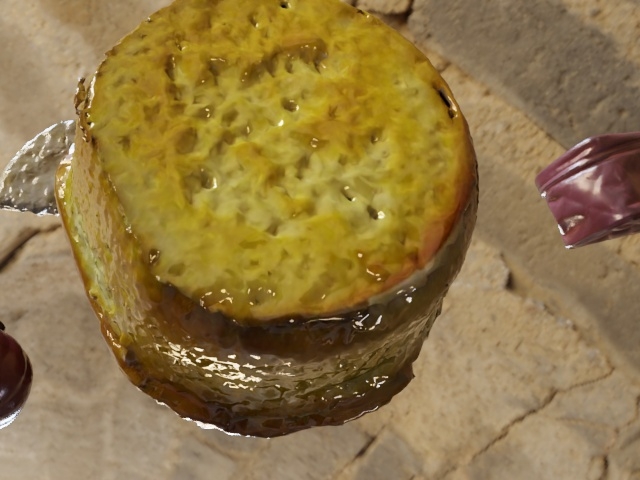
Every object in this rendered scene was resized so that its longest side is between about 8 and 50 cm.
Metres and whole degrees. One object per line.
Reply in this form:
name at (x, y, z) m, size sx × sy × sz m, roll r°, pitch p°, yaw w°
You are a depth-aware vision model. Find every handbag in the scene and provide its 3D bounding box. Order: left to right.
handbag at (0.411, -0.075, 1.297) m, size 0.146 × 0.225 × 0.135 m, roll -41°, pitch -112°, yaw 51°

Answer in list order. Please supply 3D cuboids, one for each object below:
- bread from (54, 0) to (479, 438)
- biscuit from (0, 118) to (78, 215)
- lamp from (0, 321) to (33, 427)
bread at (-0.038, -0.030, 0.846) m, size 0.398 × 0.398 × 0.215 m, roll 39°, pitch -27°, yaw 9°
biscuit at (-0.285, -0.092, 1.204) m, size 0.249 × 0.133 × 0.032 m, roll 4°, pitch -14°, yaw 0°
lamp at (-0.257, 0.095, 0.672) m, size 0.101 × 0.090 × 0.101 m, roll 8°, pitch -40°, yaw 7°
